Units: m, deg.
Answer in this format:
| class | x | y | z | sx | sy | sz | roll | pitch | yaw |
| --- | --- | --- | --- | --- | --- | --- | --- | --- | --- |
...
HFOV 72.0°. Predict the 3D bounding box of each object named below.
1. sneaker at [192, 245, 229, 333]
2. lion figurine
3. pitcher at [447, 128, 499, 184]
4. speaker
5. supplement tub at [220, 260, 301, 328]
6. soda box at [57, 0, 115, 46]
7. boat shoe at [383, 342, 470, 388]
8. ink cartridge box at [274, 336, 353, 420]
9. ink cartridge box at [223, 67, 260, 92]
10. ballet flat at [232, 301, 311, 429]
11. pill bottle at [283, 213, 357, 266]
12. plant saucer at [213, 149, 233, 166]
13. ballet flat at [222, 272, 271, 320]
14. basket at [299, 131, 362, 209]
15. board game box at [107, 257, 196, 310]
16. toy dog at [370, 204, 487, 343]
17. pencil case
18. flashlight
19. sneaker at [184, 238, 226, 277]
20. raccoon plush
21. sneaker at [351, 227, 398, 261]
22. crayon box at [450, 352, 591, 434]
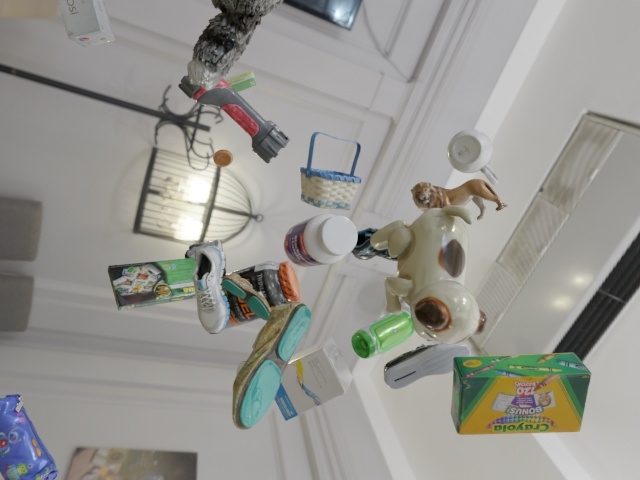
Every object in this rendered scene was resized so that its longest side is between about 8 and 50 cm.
| class | x | y | z | sx | sy | sz | roll | pitch | yaw |
| --- | --- | --- | --- | --- | --- | --- | --- | --- | --- |
| sneaker | -0.242 | 0.104 | 0.931 | 0.083 | 0.072 | 0.190 | 28 | 54 | -80 |
| lion figurine | 0.614 | -0.190 | 1.960 | 0.142 | 0.392 | 0.240 | 99 | -28 | -79 |
| pitcher | 0.464 | -0.241 | 1.304 | 0.125 | 0.207 | 0.177 | -40 | -103 | 25 |
| speaker | 0.271 | 0.384 | 1.830 | 0.131 | 0.297 | 0.131 | 24 | -58 | 46 |
| supplement tub | -0.258 | 0.203 | 1.689 | 0.207 | 0.338 | 0.207 | -18 | 90 | -83 |
| soda box | -0.505 | -0.528 | 0.915 | 0.069 | 0.074 | 0.216 | -101 | 179 | -80 |
| boat shoe | 0.388 | 0.442 | 1.657 | 0.119 | 0.335 | 0.121 | -103 | 173 | -70 |
| ink cartridge box | -0.036 | 0.466 | 1.506 | 0.168 | 0.233 | 0.171 | 62 | 11 | 5 |
| ink cartridge box | -0.283 | -0.485 | 1.383 | 0.235 | 0.171 | 0.056 | 41 | -26 | 60 |
| ballet flat | -0.138 | 0.293 | 1.083 | 0.123 | 0.123 | 0.348 | -49 | -172 | 52 |
| pill bottle | 0.000 | 0.000 | 0.957 | 0.193 | 0.108 | 0.108 | 164 | -63 | -65 |
| plant saucer | -0.414 | -0.348 | 1.874 | 0.083 | 0.084 | 0.013 | -63 | -147 | 34 |
| ballet flat | -0.229 | 0.178 | 1.450 | 0.073 | 0.206 | 0.067 | -43 | -173 | 35 |
| basket | 0.039 | -0.274 | 1.767 | 0.201 | 0.255 | 0.288 | 31 | -70 | 47 |
| board game box | -0.482 | 0.124 | 1.314 | 0.030 | 0.260 | 0.136 | -50 | -123 | 39 |
| toy dog | 0.377 | 0.128 | 1.391 | 0.395 | 0.285 | 0.407 | -38 | -137 | 40 |
| pencil case | -0.891 | 0.598 | 1.299 | 0.306 | 0.133 | 0.119 | 54 | -1 | 13 |
| flashlight | -0.229 | -0.335 | 1.174 | 0.103 | 0.304 | 0.103 | -34 | -158 | 32 |
| sneaker | -0.399 | 0.068 | 1.520 | 0.228 | 0.132 | 0.086 | -130 | -140 | -62 |
| raccoon plush | -0.222 | -0.570 | 0.853 | 0.446 | 0.299 | 0.216 | -51 | -177 | 3 |
| sneaker | 0.252 | 0.011 | 1.770 | 0.341 | 0.140 | 0.125 | -9 | -120 | 32 |
| crayon box | 0.448 | 0.352 | 1.009 | 0.081 | 0.279 | 0.165 | -85 | 172 | -68 |
